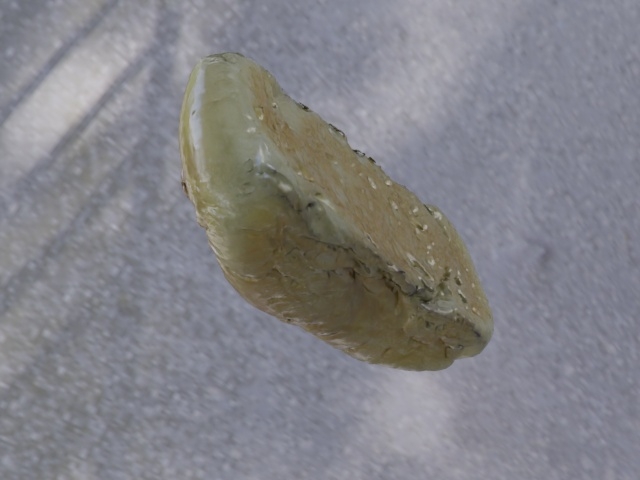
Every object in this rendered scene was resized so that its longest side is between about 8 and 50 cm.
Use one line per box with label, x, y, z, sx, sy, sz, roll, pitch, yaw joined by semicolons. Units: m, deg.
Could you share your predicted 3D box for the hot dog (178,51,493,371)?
hot dog;0.000;0.000;0.778;0.073;0.242;0.084;-33;55;17
